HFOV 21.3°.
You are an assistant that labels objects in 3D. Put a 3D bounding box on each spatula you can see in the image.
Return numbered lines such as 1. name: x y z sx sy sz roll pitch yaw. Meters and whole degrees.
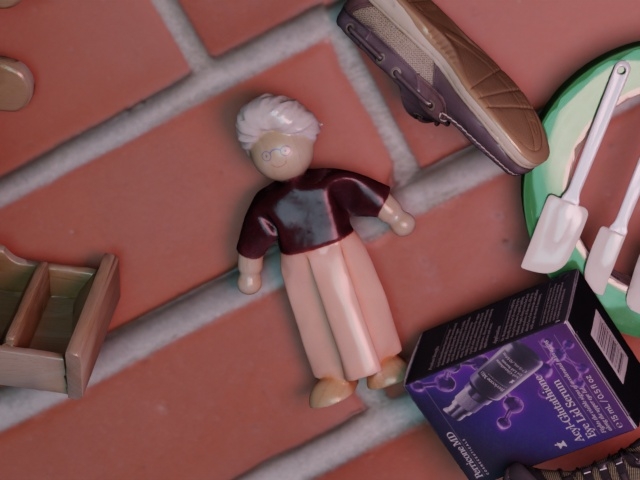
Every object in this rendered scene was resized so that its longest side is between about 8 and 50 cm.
1. spatula: 0.332 -0.052 1.779 0.168 0.019 0.242 22 101 6

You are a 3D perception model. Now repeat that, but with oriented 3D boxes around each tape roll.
1. tape roll: 0.376 -0.055 1.820 0.321 0.077 0.321 1 101 4

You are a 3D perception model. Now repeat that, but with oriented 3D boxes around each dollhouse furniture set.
1. dollhouse furniture set: -0.356 -0.048 1.751 0.256 0.362 0.394 7 128 5

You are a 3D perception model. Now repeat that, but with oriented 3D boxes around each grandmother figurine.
1. grandmother figurine: 0.000 0.000 1.852 0.208 0.104 0.342 -21 100 -1

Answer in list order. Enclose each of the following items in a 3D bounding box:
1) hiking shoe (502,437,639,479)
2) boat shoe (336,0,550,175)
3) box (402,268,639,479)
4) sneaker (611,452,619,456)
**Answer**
1. hiking shoe: 0.305 0.254 1.759 0.227 0.086 0.114 16 78 17
2. boat shoe: 0.126 -0.168 1.795 0.285 0.103 0.092 49 120 14
3. box: 0.218 0.148 1.811 0.207 0.108 0.153 -26 110 28
4. sneaker: 0.416 0.265 1.819 0.202 0.185 0.483 39 91 10
